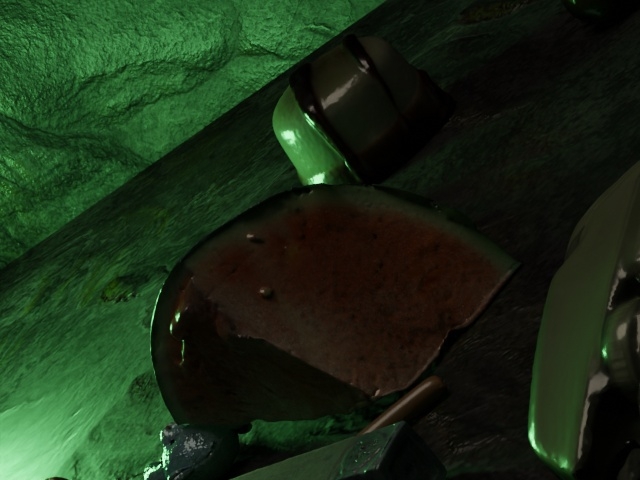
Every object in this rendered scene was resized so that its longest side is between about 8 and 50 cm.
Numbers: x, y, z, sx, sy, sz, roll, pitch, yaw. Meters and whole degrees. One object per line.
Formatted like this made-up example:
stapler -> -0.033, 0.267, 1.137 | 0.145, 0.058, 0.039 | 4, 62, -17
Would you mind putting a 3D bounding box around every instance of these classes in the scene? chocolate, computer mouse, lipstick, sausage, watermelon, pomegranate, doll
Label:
chocolate -> 0.046, -0.204, 2.311 | 0.283, 0.186, 0.283 | -36, 14, 10
computer mouse -> 0.285, 0.014, 1.149 | 0.228, 0.145, 0.429 | -21, 23, 45
lipstick -> -0.028, 0.243, 1.363 | 0.317, 0.068, 0.066 | -25, 21, 42
sausage -> 0.072, 0.170, 1.427 | 0.116, 0.026, 0.026 | -39, 14, -3
watermelon -> -0.015, 0.039, 1.574 | 0.319, 0.222, 0.292 | -4, 37, 47
pomegranate -> 0.386, -0.353, 2.118 | 0.114, 0.114, 0.142 | -44, -9, -18
doll -> -0.156, 0.236, 1.684 | 0.120, 0.075, 0.179 | -43, 15, -29

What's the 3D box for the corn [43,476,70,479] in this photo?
corn -> -0.349, 0.375, 1.719 | 0.097, 0.097, 0.320 | -33, 14, 23
